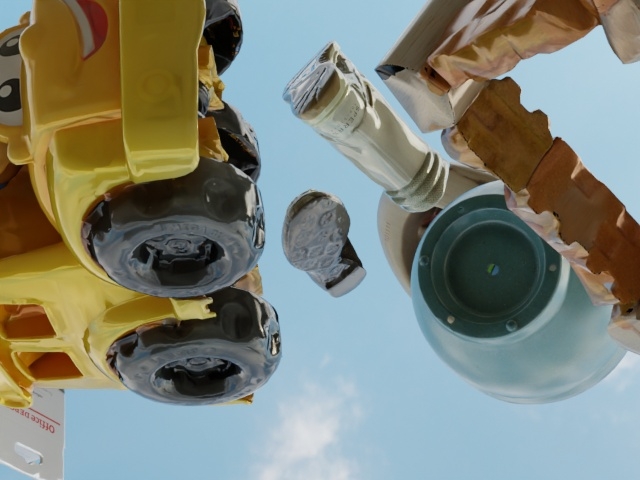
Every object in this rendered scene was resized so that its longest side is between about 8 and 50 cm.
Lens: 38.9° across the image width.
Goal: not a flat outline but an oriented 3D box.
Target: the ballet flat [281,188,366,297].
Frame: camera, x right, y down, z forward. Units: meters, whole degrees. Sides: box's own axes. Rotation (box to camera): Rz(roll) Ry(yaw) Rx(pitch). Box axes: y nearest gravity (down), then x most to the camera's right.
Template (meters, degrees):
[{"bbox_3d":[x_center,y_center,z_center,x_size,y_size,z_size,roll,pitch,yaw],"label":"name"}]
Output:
[{"bbox_3d":[0.000,0.000,1.026,0.084,0.250,0.058,-36,-114,0],"label":"ballet flat"}]

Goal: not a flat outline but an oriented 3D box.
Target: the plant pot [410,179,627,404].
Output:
[{"bbox_3d":[0.234,0.048,1.118,0.293,0.196,0.293,-7,-106,26],"label":"plant pot"}]

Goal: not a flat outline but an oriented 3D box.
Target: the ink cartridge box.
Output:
[{"bbox_3d":[-0.274,0.125,0.782,0.060,0.104,0.180,-20,-126,13],"label":"ink cartridge box"}]

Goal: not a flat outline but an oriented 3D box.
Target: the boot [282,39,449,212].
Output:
[{"bbox_3d":[0.047,-0.115,0.910,0.165,0.077,0.213,39,-166,-17],"label":"boot"}]

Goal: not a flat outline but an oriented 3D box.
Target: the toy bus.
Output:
[{"bbox_3d":[-0.129,-0.017,0.412,0.211,0.220,0.149,-5,-124,-3],"label":"toy bus"}]

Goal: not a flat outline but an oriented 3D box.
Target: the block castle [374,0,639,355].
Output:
[{"bbox_3d":[0.267,-0.102,0.393,0.303,0.453,0.213,43,-113,-16],"label":"block castle"}]

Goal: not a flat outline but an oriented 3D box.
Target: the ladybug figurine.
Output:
[{"bbox_3d":[0.281,0.027,1.427,0.162,0.305,0.449,-23,-138,-34],"label":"ladybug figurine"}]
